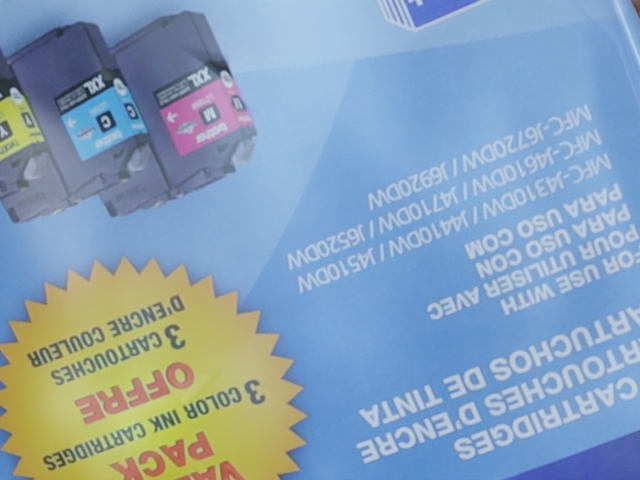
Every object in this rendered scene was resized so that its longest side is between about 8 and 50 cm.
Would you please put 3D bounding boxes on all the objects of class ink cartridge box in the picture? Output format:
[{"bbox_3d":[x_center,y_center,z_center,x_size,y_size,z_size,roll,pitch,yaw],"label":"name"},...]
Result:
[{"bbox_3d":[0.000,0.000,0.529,0.151,0.270,0.395,-65,132,-72],"label":"ink cartridge box"}]
